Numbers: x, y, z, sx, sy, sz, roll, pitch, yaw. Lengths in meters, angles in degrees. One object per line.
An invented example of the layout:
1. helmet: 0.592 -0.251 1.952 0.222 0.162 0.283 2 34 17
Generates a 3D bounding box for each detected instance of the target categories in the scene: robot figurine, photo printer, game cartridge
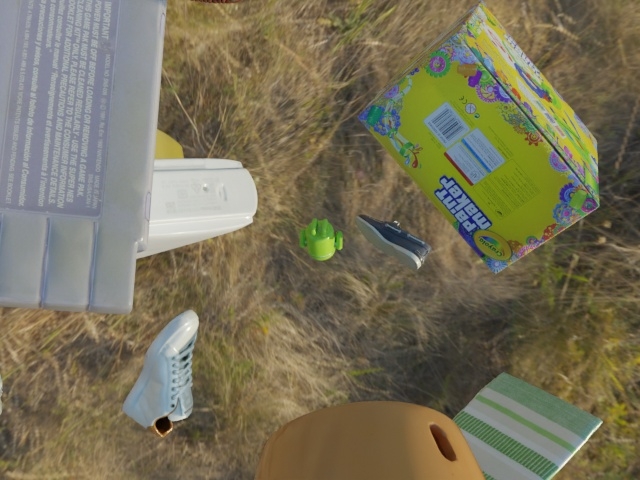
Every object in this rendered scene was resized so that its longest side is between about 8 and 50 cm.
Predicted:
1. robot figurine: 0.000 0.000 1.902 0.101 0.067 0.115 1 139 8
2. photo printer: -0.280 -0.031 1.142 0.256 0.307 0.107 -7 85 -48
3. game cartridge: -0.255 -0.119 0.698 0.230 0.068 0.355 7 76 -21

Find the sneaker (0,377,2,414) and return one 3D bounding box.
1. sneaker: -0.786 0.347 1.849 0.110 0.283 0.122 8 86 -14

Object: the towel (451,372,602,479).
1. towel: 0.311 0.392 1.478 0.325 0.248 0.038 -40 122 -18

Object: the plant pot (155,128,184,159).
1. plant pot: -0.403 -0.128 1.696 0.212 0.187 0.212 -16 66 4

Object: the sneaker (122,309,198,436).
1. sneaker: -0.270 0.256 1.540 0.123 0.106 0.290 38 124 14

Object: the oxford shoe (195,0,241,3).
1. oxford shoe: -0.284 -0.534 1.461 0.348 0.123 0.130 21 72 -5

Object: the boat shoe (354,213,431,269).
1. boat shoe: 0.166 -0.009 1.873 0.065 0.075 0.206 -43 56 -18

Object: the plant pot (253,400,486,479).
1. plant pot: 0.047 0.280 0.735 0.291 0.291 0.203 -4 51 -3

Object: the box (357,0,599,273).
1. box: 0.240 -0.159 1.171 0.177 0.279 0.290 -38 98 29
